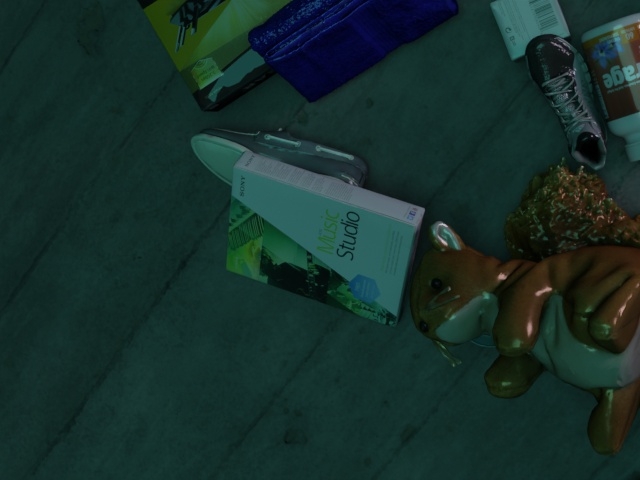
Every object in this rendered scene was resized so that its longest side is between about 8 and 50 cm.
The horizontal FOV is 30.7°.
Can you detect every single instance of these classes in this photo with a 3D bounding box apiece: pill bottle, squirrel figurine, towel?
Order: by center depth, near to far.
[{"bbox_3d":[0.494,-0.238,1.815,0.121,0.121,0.216,-18,91,15],"label":"pill bottle"},{"bbox_3d":[0.344,0.071,1.820,0.370,0.397,0.281,15,144,30],"label":"squirrel figurine"},{"bbox_3d":[0.060,-0.342,1.866,0.308,0.227,0.076,-30,59,16],"label":"towel"}]

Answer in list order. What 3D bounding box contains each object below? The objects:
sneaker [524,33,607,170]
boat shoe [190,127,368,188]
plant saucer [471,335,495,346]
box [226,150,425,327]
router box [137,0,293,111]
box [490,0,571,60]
[{"bbox_3d":[0.393,-0.206,1.799,0.086,0.132,0.229,-27,115,18],"label":"sneaker"},{"bbox_3d":[-0.069,-0.136,2.002,0.319,0.116,0.099,19,57,19],"label":"boat shoe"},{"bbox_3d":[0.286,0.119,1.957,0.119,0.021,0.119,2,96,15],"label":"plant saucer"},{"bbox_3d":[0.000,0.000,1.946,0.322,0.058,0.232,19,131,13],"label":"box"},{"bbox_3d":[-0.128,-0.400,1.980,0.308,0.081,0.243,-32,87,15],"label":"router box"},{"bbox_3d":[0.337,-0.350,1.862,0.102,0.087,0.101,-22,90,16],"label":"box"}]
